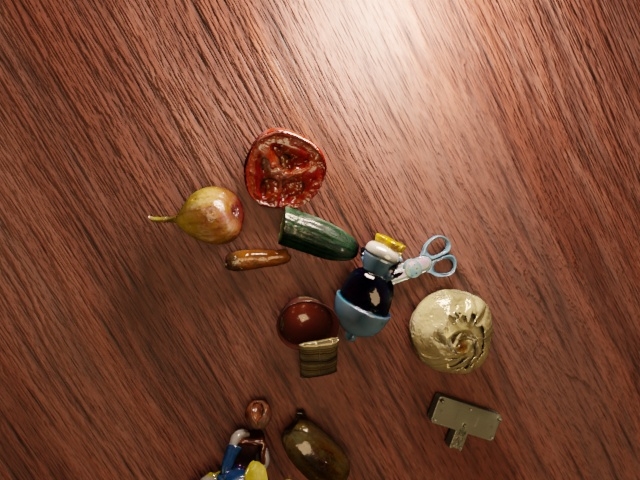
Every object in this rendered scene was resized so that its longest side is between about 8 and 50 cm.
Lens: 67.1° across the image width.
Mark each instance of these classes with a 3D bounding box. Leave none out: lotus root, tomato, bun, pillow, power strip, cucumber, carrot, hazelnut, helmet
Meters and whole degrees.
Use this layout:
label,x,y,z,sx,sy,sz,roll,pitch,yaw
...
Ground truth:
label,x,y,z,sx,sy,sz,roll,pitch,yaw
lotus root,-0.012,0.614,1.385,0.124,0.123,0.241,-43,96,8
tomato,-0.106,-0.199,1.309,0.228,0.101,0.227,-5,116,-11
bun,0.385,0.265,1.388,0.260,0.152,0.259,-1,97,-5
pillow,-0.005,0.333,1.345,0.113,0.038,0.203,-7,141,-5
power strip,0.430,0.564,1.465,0.216,0.061,0.145,19,92,-8
cucumber,0.000,0.000,1.339,0.244,0.063,0.115,16,113,-16
carrot,-0.173,0.052,1.346,0.186,0.060,0.060,-5,96,-14
hazelnut,-0.177,0.497,1.373,0.087,0.086,0.086,-1,95,-7
helmet,-0.036,0.216,1.350,0.175,0.106,0.154,4,109,-6

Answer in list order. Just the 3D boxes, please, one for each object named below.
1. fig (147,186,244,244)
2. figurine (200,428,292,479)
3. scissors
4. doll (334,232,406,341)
label,x,y,z,sx,sy,sz,roll,pitch,yaw
fig,-0.339,-0.063,1.286,0.257,0.159,0.159,-1,96,10
figurine,-0.244,0.635,1.307,0.339,0.283,0.204,-26,117,22
scissors,0.273,0.081,1.415,0.256,0.030,0.125,-23,99,-3
doll,0.136,0.140,1.330,0.141,0.177,0.313,14,104,-42
